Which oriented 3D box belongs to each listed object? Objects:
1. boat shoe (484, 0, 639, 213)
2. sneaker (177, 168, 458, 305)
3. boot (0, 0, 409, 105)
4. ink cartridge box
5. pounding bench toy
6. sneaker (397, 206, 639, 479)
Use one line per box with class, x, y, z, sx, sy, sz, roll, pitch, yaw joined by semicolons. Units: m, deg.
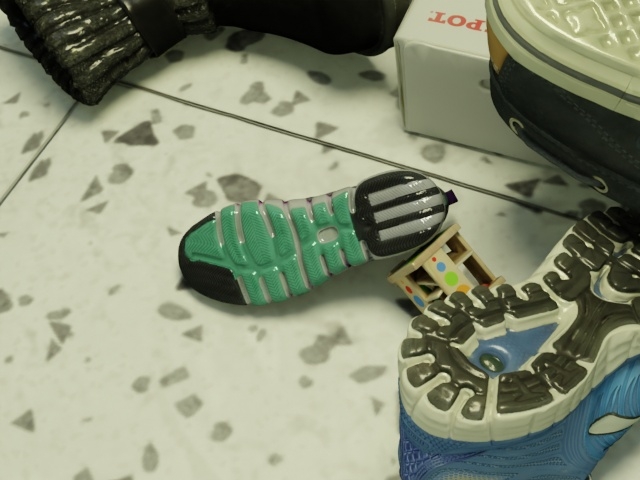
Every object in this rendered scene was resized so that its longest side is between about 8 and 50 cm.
boat shoe;0.331;-0.050;0.738;0.500;0.156;0.187;27;64;8
sneaker;0.000;0.000;0.897;0.223;0.098;0.083;-11;89;20
boot;-0.114;-0.210;1.005;0.260;0.131;0.348;-34;43;-24
ink cartridge box;0.211;-0.210;0.980;0.211;0.121;0.289;16;57;19
pounding bench toy;0.092;0.036;0.861;0.052;0.083;0.065;-41;91;-23
sneaker;0.174;0.083;0.772;0.330;0.147;0.130;-18;49;-31
